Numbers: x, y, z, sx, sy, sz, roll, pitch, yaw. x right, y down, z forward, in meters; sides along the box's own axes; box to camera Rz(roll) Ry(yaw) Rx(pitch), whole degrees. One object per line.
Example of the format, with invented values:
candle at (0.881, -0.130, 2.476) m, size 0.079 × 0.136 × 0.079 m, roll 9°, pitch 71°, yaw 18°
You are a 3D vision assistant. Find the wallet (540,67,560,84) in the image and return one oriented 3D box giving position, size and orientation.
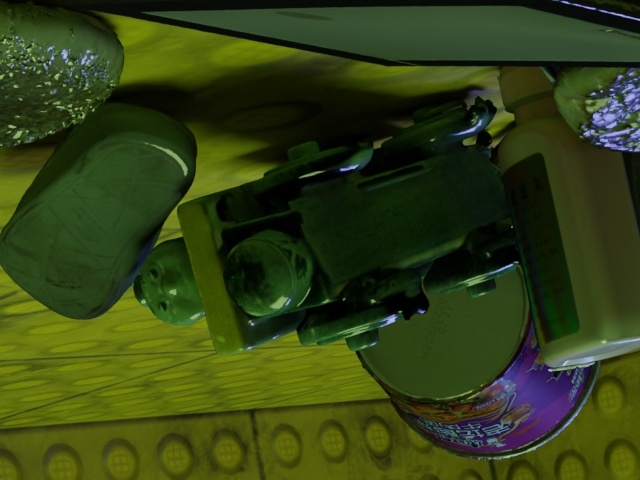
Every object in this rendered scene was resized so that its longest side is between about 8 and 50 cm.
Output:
wallet at (0.222, -0.152, 1.189) m, size 0.202 × 0.059 × 0.141 m, roll -14°, pitch 164°, yaw 17°

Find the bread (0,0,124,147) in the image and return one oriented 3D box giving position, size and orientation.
bread at (-0.245, -0.085, 1.158) m, size 0.267 × 0.041 × 0.267 m, roll -10°, pitch 171°, yaw -2°

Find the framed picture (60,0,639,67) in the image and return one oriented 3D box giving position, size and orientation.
framed picture at (0.066, -0.112, 1.027) m, size 0.265 × 0.016 × 0.347 m, roll 6°, pitch -179°, yaw -43°

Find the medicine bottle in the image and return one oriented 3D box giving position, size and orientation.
medicine bottle at (0.178, -0.024, 1.392) m, size 0.078 × 0.219 × 0.115 m, roll -8°, pitch 170°, yaw -15°

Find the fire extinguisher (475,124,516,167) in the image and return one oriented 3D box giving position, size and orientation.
fire extinguisher at (0.146, -0.072, 1.639) m, size 0.046 × 0.032 × 0.100 m, roll -18°, pitch 167°, yaw -21°

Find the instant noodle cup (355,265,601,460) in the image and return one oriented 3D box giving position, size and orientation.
instant noodle cup at (0.149, 0.089, 2.011) m, size 0.251 × 0.251 × 0.190 m, roll -13°, pitch 161°, yaw 18°

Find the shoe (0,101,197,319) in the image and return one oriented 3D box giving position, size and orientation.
shoe at (-0.150, -0.035, 1.395) m, size 0.103 × 0.100 × 0.251 m, roll 31°, pitch 143°, yaw -10°

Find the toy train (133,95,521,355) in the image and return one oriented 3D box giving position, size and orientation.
toy train at (0.000, 0.000, 1.435) m, size 0.237 × 0.150 × 0.369 m, roll -15°, pitch -178°, yaw 31°

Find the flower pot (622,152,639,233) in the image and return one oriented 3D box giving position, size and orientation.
flower pot at (0.367, -0.063, 1.416) m, size 0.269 × 0.269 × 0.166 m, roll -18°, pitch -172°, yaw 40°

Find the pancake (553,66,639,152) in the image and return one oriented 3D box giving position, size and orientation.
pancake at (0.260, -0.108, 1.192) m, size 0.253 × 0.037 × 0.253 m, roll -9°, pitch 166°, yaw -2°
